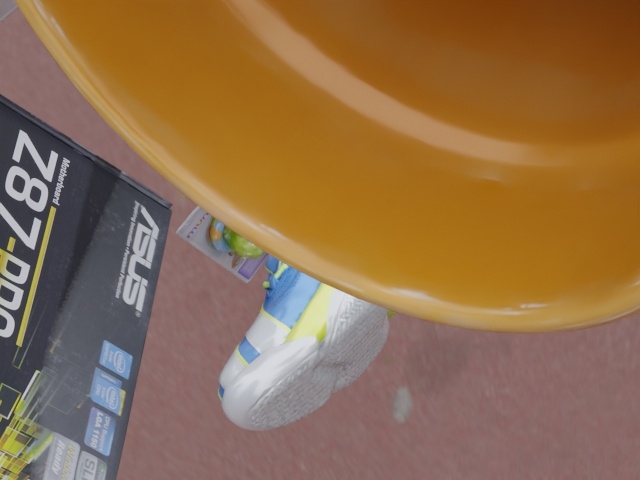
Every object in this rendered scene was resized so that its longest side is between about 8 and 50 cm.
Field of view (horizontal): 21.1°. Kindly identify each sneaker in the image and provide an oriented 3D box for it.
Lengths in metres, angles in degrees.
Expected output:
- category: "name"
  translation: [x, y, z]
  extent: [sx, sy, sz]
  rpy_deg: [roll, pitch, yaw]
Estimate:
- category: "sneaker"
  translation: [0.000, 0.000, 0.968]
  extent: [0.126, 0.091, 0.240]
  rpy_deg: [37, 57, 18]

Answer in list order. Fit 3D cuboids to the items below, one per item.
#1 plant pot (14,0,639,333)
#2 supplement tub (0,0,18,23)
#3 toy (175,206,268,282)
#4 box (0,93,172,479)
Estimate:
- category: "plant pot"
  translation: [0.049, -0.115, 0.402]
  extent: [0.205, 0.205, 0.188]
  rpy_deg: [28, 54, 19]
- category: "supplement tub"
  translation: [-0.285, -0.224, 0.806]
  extent: [0.241, 0.241, 0.331]
  rpy_deg: [-39, 94, -9]
- category: "toy"
  translation: [-0.060, -0.021, 1.863]
  extent: [0.056, 0.237, 0.137]
  rpy_deg: [37, 88, 18]
- category: "box"
  translation: [-0.292, 0.066, 1.332]
  extent: [0.097, 0.318, 0.395]
  rpy_deg: [-26, 41, 39]
